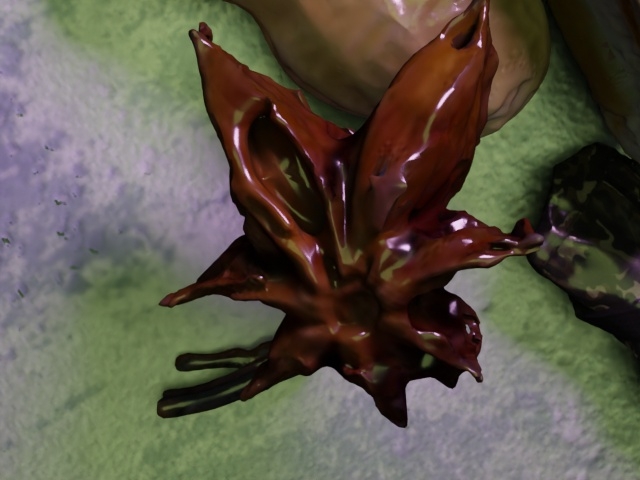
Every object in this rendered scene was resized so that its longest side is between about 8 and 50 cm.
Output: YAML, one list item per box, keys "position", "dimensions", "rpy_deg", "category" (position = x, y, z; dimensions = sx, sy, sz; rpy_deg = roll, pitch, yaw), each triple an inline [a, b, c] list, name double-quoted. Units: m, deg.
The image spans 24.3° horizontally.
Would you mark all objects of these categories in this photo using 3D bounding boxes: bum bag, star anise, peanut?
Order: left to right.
- position: [-0.006, 0.007, 0.839]
  dimensions: [0.237, 0.148, 0.346]
  rpy_deg: [40, 129, 5]
  category: "star anise"
- position: [-0.003, -0.168, 0.882]
  dimensions: [0.305, 0.147, 0.147]
  rpy_deg: [34, 90, -8]
  category: "peanut"
- position: [0.226, 0.047, 0.958]
  dimensions: [0.248, 0.069, 0.102]
  rpy_deg: [45, 53, -7]
  category: "bum bag"

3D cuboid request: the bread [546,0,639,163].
- position: [0.268, -0.241, 0.869]
  dimensions: [0.341, 0.210, 0.300]
  rpy_deg: [-34, 119, -1]
  category: "bread"
